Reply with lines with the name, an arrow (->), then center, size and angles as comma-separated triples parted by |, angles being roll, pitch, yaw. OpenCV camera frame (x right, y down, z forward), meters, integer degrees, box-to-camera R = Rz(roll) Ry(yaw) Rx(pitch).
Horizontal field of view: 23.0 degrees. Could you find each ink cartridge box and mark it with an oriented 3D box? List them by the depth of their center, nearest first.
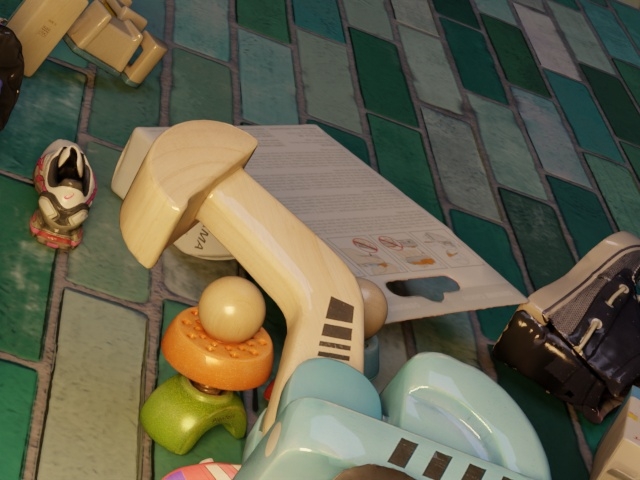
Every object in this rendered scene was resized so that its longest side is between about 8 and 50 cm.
ink cartridge box -> 0.339, 0.236, 1.638 | 0.092, 0.090, 0.143 | 28, 27, 5
ink cartridge box -> 0.000, 0.000, 1.756 | 0.308, 0.091, 0.385 | -5, 38, -48

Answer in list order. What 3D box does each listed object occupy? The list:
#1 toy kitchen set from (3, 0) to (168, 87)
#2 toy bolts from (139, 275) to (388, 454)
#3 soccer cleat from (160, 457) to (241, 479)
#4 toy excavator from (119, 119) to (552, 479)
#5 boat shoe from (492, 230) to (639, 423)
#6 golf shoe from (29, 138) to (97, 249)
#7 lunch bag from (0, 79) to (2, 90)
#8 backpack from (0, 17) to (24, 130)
toy kitchen set -> -0.320, -0.271, 1.992 | 0.207, 0.122, 0.166 | 30, 16, -45
toy bolts -> -0.012, 0.125, 1.420 | 0.218, 0.158, 0.228 | 37, 29, 29
soccer cleat -> -0.019, 0.254, 1.290 | 0.248, 0.083, 0.095 | 23, 30, -13
toy excavator -> 0.019, 0.142, 1.233 | 0.432, 0.222, 0.445 | 23, 42, -12
boat shoe -> 0.345, 0.107, 1.869 | 0.158, 0.127, 0.340 | 39, 37, 17
golf shoe -> -0.263, -0.067, 1.656 | 0.067, 0.086, 0.186 | 16, 26, -17
lunch bag -> -0.502, -0.140, 1.560 | 0.293, 0.138, 0.221 | 27, 24, 32
backpack -> -0.401, -0.194, 1.724 | 0.115, 0.152, 0.182 | 10, 17, -41
